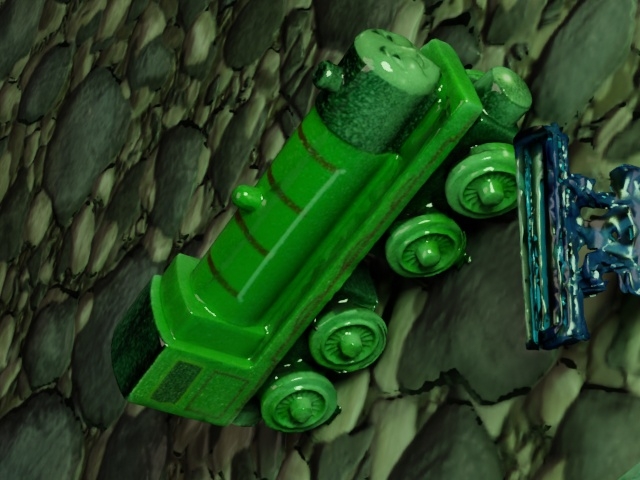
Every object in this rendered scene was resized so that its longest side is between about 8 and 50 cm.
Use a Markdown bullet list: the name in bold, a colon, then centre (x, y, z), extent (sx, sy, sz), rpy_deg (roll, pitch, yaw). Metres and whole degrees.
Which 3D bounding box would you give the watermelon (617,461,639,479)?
- **watermelon**: centre (0.167, 0.124, 0.389), extent (0.213, 0.290, 0.319), rpy_deg (117, 152, -78)

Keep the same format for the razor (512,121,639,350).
- **razor**: centre (0.200, -0.024, 0.545), extent (0.324, 0.056, 0.093), rpy_deg (-14, 77, 50)

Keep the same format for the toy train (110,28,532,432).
- **toy train**: centre (0.000, 0.000, 0.776), extent (0.251, 0.119, 0.085), rpy_deg (-53, 35, 28)
